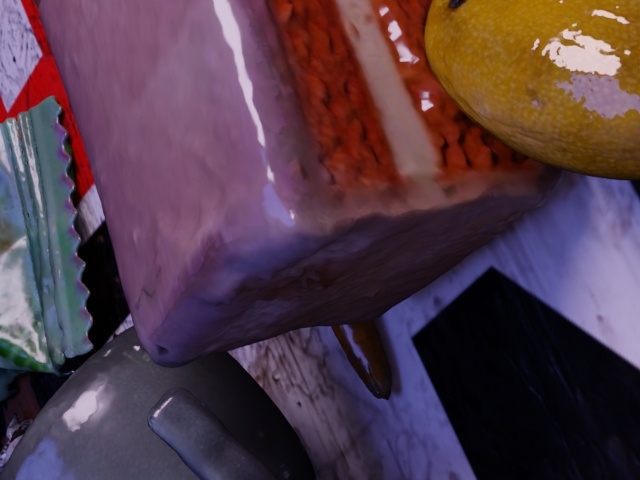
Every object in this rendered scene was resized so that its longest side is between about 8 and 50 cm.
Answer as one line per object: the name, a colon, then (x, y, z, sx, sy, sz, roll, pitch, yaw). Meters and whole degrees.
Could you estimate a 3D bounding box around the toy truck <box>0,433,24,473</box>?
toy truck: (-0.177, 0.339, 1.436, 0.178, 0.176, 0.363, 4, 101, 43)

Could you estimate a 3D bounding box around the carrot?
carrot: (0.000, 0.000, 1.225, 0.061, 0.061, 0.256, -35, 80, 50)

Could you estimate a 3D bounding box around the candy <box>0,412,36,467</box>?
candy: (-0.272, 0.205, 1.594, 0.051, 0.094, 0.226, 47, 160, -20)

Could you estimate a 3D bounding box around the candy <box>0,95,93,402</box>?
candy: (-0.368, 0.047, 1.628, 0.398, 0.172, 0.263, -25, 81, 39)

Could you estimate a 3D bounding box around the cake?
cake: (-0.023, -0.103, 1.073, 0.230, 0.237, 0.309, -35, 68, 50)

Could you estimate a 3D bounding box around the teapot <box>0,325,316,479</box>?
teapot: (-0.059, 0.190, 1.177, 0.285, 0.223, 0.305, 37, 130, 13)

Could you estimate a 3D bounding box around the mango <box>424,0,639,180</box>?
mango: (0.160, -0.112, 0.906, 0.262, 0.157, 0.109, 19, 149, 49)
